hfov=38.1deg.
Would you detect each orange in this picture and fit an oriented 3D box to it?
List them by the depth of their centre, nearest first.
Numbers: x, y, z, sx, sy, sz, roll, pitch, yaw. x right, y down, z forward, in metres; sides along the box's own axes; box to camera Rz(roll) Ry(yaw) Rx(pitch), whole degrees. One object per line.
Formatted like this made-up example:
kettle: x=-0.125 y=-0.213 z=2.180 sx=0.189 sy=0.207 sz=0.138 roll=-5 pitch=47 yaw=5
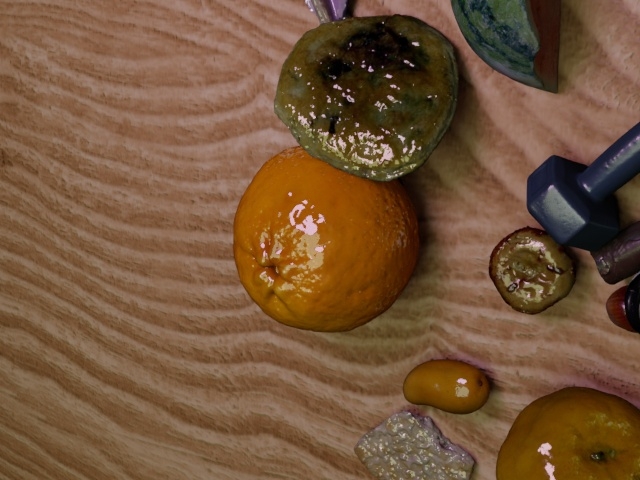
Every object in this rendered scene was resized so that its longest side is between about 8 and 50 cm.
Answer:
orange: x=0.419 y=0.373 z=1.468 sx=0.279 sy=0.279 sz=0.235 roll=40 pitch=156 yaw=20
orange: x=0.000 y=0.000 z=1.632 sx=0.340 sy=0.293 sz=0.341 roll=12 pitch=113 yaw=32

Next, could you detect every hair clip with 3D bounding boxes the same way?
hair clip: x=0.013 y=-0.402 z=1.634 sx=0.106 sy=0.084 sz=0.292 roll=-12 pitch=103 yaw=33

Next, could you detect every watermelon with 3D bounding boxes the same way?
watermelon: x=0.288 y=-0.351 z=1.402 sx=0.175 sy=0.256 sz=0.260 roll=-4 pitch=97 yaw=-8

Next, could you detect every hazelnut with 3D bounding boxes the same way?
hazelnut: x=0.488 y=0.108 z=1.450 sx=0.086 sy=0.086 sz=0.087 roll=12 pitch=112 yaw=33

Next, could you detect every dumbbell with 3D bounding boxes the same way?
dumbbell: x=0.453 y=-0.126 z=1.352 sx=0.325 sy=0.159 sz=0.144 roll=-46 pitch=48 yaw=37

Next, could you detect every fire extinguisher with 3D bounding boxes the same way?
fire extinguisher: x=0.523 y=-0.025 z=1.373 sx=0.089 sy=0.072 sz=0.267 roll=39 pitch=131 yaw=-19

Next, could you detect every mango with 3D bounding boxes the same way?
mango: x=0.227 y=0.265 z=1.690 sx=0.184 sy=0.084 sz=0.102 roll=-5 pitch=106 yaw=48

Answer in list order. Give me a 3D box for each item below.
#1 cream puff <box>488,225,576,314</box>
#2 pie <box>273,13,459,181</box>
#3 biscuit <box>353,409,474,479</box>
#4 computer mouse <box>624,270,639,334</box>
cream puff: x=0.353 y=0.046 z=1.522 sx=0.149 sy=0.084 sz=0.149 roll=10 pitch=111 yaw=30
pie: x=0.083 y=-0.253 z=1.531 sx=0.323 sy=0.070 sz=0.323 roll=-4 pitch=70 yaw=11
biscuit: x=0.178 y=0.412 z=1.799 sx=0.265 sy=0.040 sz=0.188 roll=6 pitch=108 yaw=34
computer mouse: x=0.563 y=0.077 z=1.356 sx=0.233 sy=0.096 sz=0.137 roll=-1 pitch=127 yaw=11
